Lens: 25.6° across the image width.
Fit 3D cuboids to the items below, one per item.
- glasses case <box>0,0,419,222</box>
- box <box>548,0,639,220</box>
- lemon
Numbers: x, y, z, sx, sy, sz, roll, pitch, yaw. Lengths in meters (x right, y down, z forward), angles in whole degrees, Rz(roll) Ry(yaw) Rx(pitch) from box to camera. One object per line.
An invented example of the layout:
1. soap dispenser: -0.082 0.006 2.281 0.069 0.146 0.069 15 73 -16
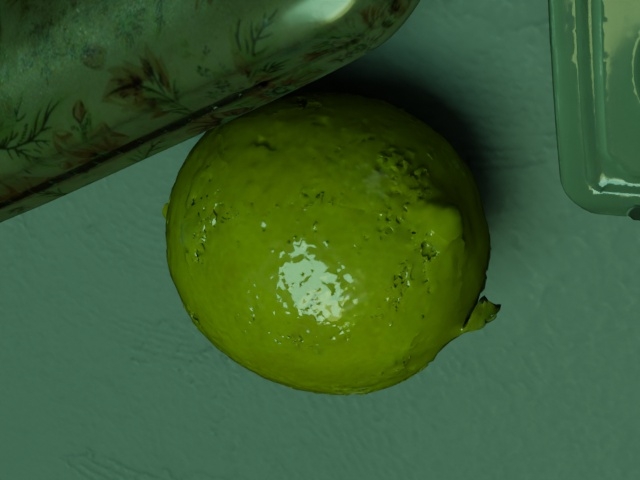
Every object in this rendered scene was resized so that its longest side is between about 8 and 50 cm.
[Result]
1. glasses case: -0.122 -0.121 0.786 0.425 0.098 0.157 -21 70 34
2. box: 0.181 -0.101 0.692 0.124 0.093 0.172 5 125 21
3. lemon: 0.000 0.000 0.794 0.206 0.173 0.173 4 124 28
